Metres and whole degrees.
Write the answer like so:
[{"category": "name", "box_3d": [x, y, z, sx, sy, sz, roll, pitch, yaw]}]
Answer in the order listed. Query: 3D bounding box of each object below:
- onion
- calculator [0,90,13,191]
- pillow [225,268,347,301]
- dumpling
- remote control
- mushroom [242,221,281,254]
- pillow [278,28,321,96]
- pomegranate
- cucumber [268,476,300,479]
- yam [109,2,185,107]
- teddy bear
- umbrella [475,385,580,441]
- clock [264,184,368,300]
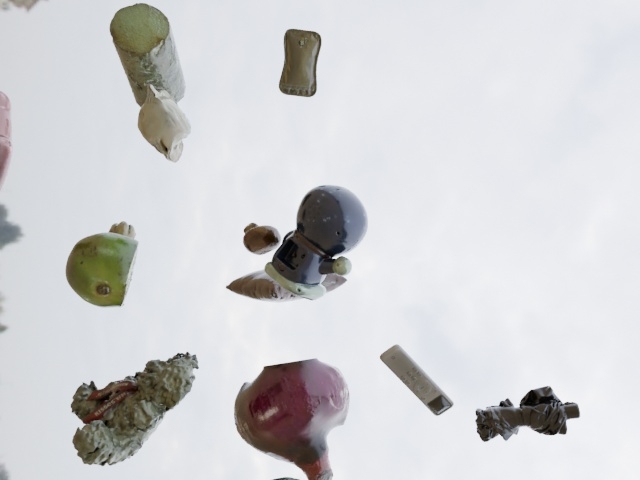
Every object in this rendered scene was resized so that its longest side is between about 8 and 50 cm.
[{"category": "onion", "box_3d": [-0.075, 0.605, 1.938, 0.398, 0.399, 0.420, -48, -132, 48]}, {"category": "calculator", "box_3d": [-0.824, -0.208, 1.510, 0.330, 0.048, 0.220, -43, -126, 42]}, {"category": "pillow", "box_3d": [-0.119, 0.144, 2.047, 0.305, 0.308, 0.108, 1, -84, 52]}, {"category": "dumpling", "box_3d": [-0.386, -0.294, 1.504, 0.119, 0.136, 0.199, -8, -78, 21]}, {"category": "remote control", "box_3d": [0.263, 0.383, 1.621, 0.067, 0.261, 0.029, -38, -162, 15]}, {"category": "mushroom", "box_3d": [-0.141, -0.003, 1.369, 0.129, 0.088, 0.072, 12, -71, 62]}, {"category": "pillow", "box_3d": [-0.065, -0.580, 1.967, 0.033, 0.130, 0.217, -92, -170, -61]}, {"category": "pomegranate", "box_3d": [-0.543, 0.044, 1.502, 0.190, 0.159, 0.240, 141, -37, -68]}, {"category": "cucumber", "box_3d": [-0.177, 0.668, 1.546, 0.077, 0.266, 0.077, 171, -90, -82]}, {"category": "yam", "box_3d": [-0.459, -0.484, 1.623, 0.268, 0.161, 0.161, 92, -19, -60]}, {"category": "teddy bear", "box_3d": [-0.513, 0.442, 1.700, 0.367, 0.224, 0.357, -48, -158, -8]}, {"category": "umbrella", "box_3d": [0.554, 0.471, 1.613, 0.273, 0.110, 0.122, -16, -140, 21]}, {"category": "clock", "box_3d": [0.000, 0.000, 1.260, 0.200, 0.147, 0.243, 39, -79, 38]}]
